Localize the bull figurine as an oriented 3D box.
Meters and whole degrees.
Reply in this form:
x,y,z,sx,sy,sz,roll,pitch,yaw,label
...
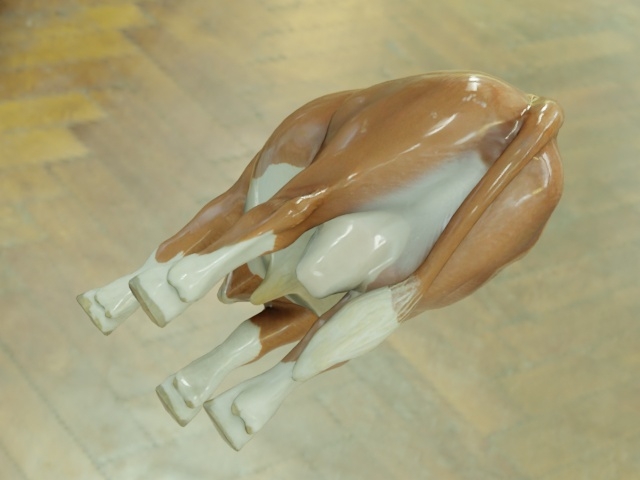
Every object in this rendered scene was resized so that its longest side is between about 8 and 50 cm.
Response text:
x,y,z,sx,sy,sz,roll,pitch,yaw,label
0.000,0.000,0.668,0.188,0.310,0.101,-37,91,-14,bull figurine
